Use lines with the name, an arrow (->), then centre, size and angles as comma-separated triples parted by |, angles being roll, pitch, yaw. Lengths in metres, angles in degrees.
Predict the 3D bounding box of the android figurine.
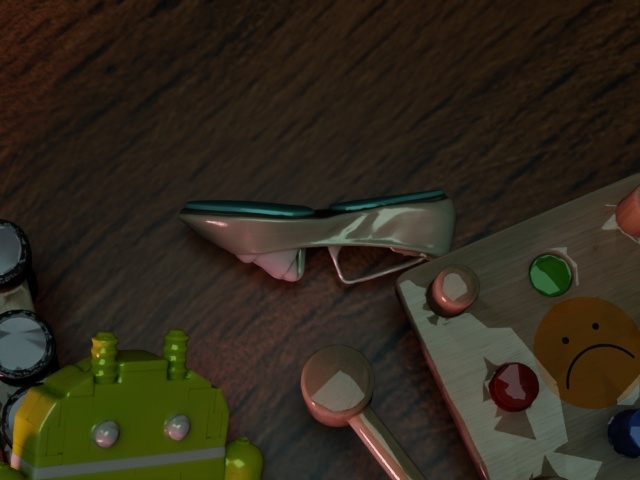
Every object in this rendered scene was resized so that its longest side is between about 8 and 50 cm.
android figurine -> -0.152, 0.201, 0.806 | 0.248, 0.056, 0.272 | 5, 96, -40

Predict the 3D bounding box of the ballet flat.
ballet flat -> 0.000, 0.000, 0.932 | 0.249, 0.086, 0.086 | -3, 75, -4

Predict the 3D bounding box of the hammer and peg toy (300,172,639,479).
hammer and peg toy -> 0.178, 0.124, 0.875 | 0.361, 0.127, 0.265 | -24, 78, -8

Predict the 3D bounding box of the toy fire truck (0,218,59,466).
toy fire truck -> -0.341, 0.119, 0.861 | 0.247, 0.158, 0.217 | -14, 76, -17
